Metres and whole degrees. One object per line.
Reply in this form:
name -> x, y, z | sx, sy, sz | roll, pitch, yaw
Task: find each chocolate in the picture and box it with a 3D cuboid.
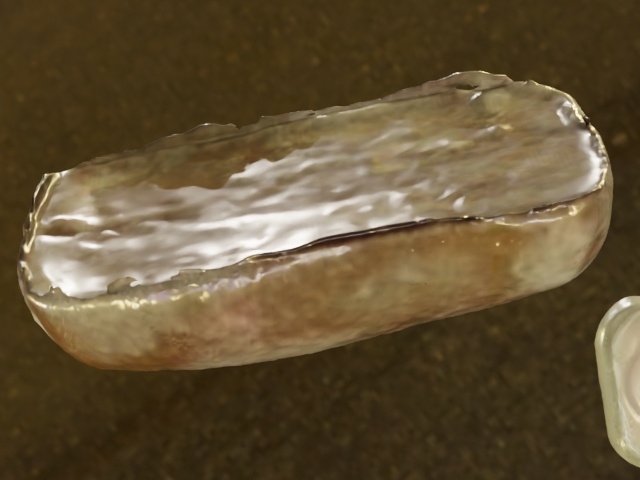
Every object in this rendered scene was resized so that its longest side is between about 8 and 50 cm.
chocolate -> 0.000, 0.000, 0.987 | 0.303, 0.100, 0.185 | -14, 22, 4

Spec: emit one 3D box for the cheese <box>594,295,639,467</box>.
cheese -> 0.190, 0.014, 0.440 | 0.255, 0.127, 0.050 | -12, 11, -3
